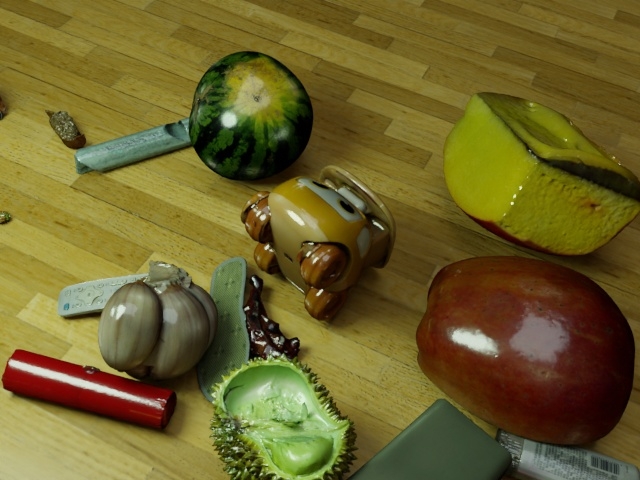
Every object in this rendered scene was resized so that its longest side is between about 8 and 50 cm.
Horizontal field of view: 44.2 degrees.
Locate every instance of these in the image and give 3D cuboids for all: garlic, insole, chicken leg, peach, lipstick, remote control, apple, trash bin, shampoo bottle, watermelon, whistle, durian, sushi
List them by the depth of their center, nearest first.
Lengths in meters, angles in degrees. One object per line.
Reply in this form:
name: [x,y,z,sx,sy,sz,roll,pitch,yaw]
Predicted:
trash bin: [0.157,0.378,1.192,0.164,0.122,0.240,39,53,25]
durian: [-0.060,0.297,1.200,0.237,0.176,0.200,40,51,20]
shampoo bottle: [0.392,0.366,1.267,0.227,0.056,0.086,17,45,9]
lipstick: [-0.374,0.243,1.283,0.279,0.073,0.073,13,48,5]
garlic: [-0.258,0.146,1.292,0.160,0.191,0.214,5,10,2]
apple: [0.353,0.174,1.374,0.365,0.329,0.295,15,88,13]
insole: [-0.169,0.150,1.397,0.109,0.007,0.322,-20,44,18]
chicken leg: [-0.101,0.156,1.405,0.089,0.048,0.219,-17,52,-24]
remote control: [-0.360,0.102,1.431,0.229,0.044,0.073,-9,46,-4]
peach: [0.444,-0.115,1.587,0.306,0.242,0.380,4,30,-31]
watermelon: [-0.144,-0.255,1.632,0.269,0.269,0.269,3,48,-4]
whistle: [-0.374,-0.208,1.692,0.312,0.062,0.062,-21,54,-23]
sushi: [-0.554,-0.244,1.709,0.052,0.055,0.120,-26,54,-19]

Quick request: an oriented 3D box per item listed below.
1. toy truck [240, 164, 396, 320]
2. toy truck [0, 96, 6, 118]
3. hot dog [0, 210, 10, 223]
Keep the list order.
toy truck: [0.000,0.000,1.422,0.211,0.288,0.204,-41,63,-20]
toy truck: [-0.788,-0.291,1.698,0.192,0.092,0.083,-25,54,-26]
hot dog: [-0.649,-0.047,1.544,0.083,0.021,0.037,7,27,4]
